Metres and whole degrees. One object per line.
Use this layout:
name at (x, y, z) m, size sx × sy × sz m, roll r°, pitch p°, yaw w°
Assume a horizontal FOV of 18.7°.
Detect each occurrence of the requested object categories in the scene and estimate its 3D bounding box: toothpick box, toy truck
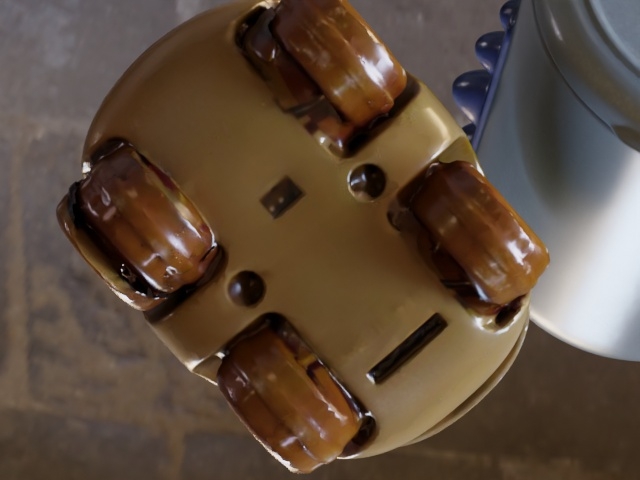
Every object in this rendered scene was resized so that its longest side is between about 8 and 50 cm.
toothpick box at (0.211, -0.071, 1.253) m, size 0.263 × 0.263 × 0.354 m, roll 11°, pitch 151°, yaw 0°
toy truck at (0.000, 0.000, 1.113) m, size 0.204 × 0.211 × 0.288 m, roll -42°, pitch 93°, yaw 2°
